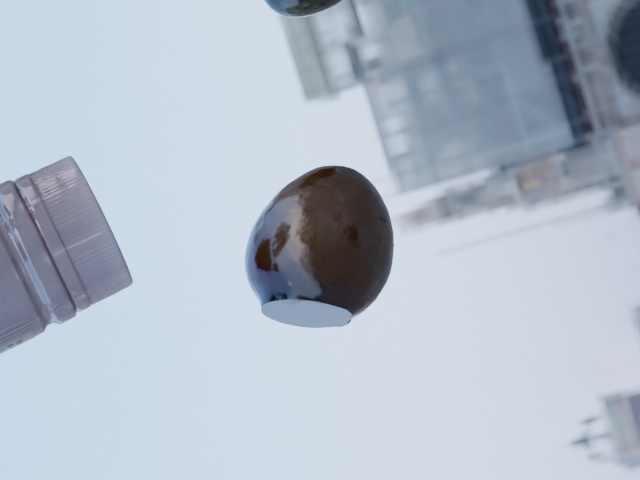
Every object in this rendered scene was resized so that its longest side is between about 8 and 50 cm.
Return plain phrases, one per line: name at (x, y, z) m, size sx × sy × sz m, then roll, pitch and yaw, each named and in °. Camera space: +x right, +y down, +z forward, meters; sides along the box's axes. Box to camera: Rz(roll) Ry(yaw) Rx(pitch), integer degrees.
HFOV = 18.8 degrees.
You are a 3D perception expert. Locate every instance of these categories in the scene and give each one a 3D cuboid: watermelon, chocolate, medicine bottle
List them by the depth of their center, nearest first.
medicine bottle at (-0.293, 0.036, 1.607) m, size 0.133 × 0.250 × 0.133 m, roll 62°, pitch 173°, yaw 14°
chocolate at (0.000, 0.000, 1.621) m, size 0.127 × 0.124 × 0.133 m, roll 142°, pitch 132°, yaw -63°
watermelon at (-0.011, -0.247, 1.773) m, size 0.078 × 0.111 × 0.078 m, roll 43°, pitch 154°, yaw 28°
